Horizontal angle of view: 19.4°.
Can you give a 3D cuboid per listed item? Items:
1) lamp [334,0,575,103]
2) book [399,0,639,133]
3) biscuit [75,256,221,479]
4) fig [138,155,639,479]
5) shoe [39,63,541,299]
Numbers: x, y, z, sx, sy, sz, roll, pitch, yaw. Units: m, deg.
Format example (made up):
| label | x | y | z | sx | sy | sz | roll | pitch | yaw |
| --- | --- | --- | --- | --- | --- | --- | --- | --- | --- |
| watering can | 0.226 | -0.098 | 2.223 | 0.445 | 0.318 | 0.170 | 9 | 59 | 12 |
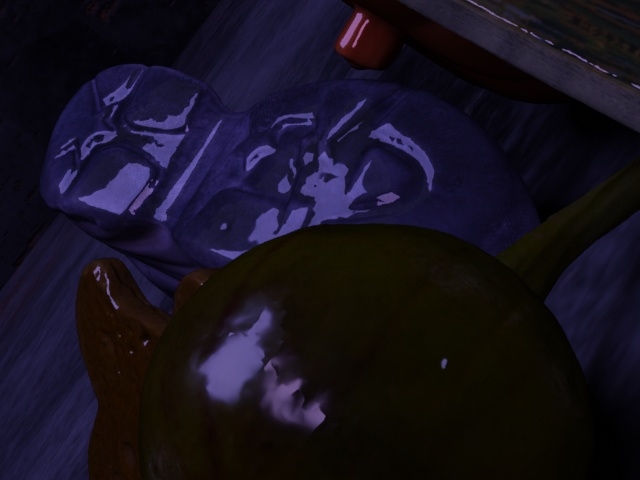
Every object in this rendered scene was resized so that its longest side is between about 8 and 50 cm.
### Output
| label | x | y | z | sx | sy | sz | roll | pitch | yaw |
| --- | --- | --- | --- | --- | --- | --- | --- | --- | --- |
| lamp | 0.058 | -0.133 | 0.701 | 0.164 | 0.188 | 0.187 | -55 | 11 | 2 |
| book | 0.095 | -0.158 | 0.594 | 0.228 | 0.160 | 0.024 | -56 | -14 | -18 |
| biscuit | -0.039 | 0.077 | 0.700 | 0.205 | 0.031 | 0.138 | 8 | 103 | 62 |
| fig | 0.044 | 0.022 | 0.534 | 0.236 | 0.124 | 0.124 | -45 | 2 | -40 |
| shoe | 0.000 | 0.000 | 0.768 | 0.245 | 0.137 | 0.095 | 12 | 70 | 44 |
